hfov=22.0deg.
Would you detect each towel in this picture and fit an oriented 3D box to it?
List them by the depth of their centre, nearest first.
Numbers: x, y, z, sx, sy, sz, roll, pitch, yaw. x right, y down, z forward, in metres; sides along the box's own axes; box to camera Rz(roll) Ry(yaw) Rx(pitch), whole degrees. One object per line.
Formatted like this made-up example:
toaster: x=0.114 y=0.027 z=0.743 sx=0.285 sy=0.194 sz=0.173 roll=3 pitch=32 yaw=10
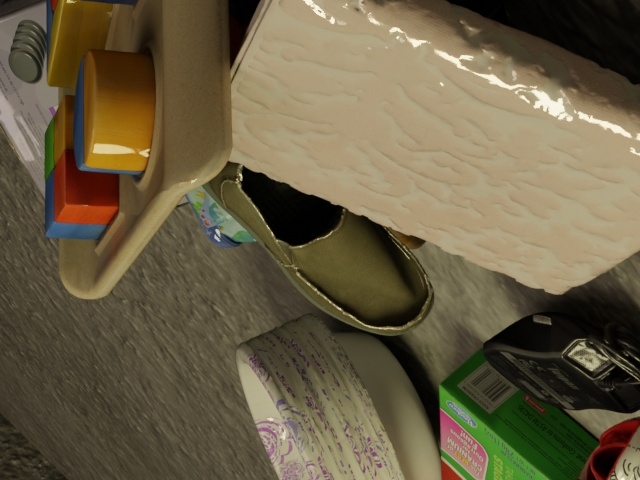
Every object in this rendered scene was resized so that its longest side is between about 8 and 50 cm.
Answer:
towel: x=0.094 y=-0.075 z=1.178 sx=0.332 sy=0.053 sz=0.317 roll=22 pitch=160 yaw=-7

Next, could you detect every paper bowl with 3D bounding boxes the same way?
paper bowl: x=0.029 y=0.213 z=1.765 sx=0.284 sy=0.148 sz=0.284 roll=60 pitch=166 yaw=25

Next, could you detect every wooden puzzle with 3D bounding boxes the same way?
wooden puzzle: x=-0.167 y=-0.148 z=1.299 sx=0.348 sy=0.080 sz=0.322 roll=144 pitch=127 yaw=-61

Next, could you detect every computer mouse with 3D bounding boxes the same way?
computer mouse: x=0.253 y=0.117 z=1.350 sx=0.184 sy=0.060 sz=0.262 roll=37 pitch=165 yaw=-12

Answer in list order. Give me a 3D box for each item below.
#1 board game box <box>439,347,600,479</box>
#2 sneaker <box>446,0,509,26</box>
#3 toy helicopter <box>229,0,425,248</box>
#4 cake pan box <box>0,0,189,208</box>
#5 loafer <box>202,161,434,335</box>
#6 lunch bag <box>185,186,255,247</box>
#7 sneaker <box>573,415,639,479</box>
board game box: x=0.224 y=0.280 z=1.633 sx=0.242 sy=0.064 sz=0.316 roll=40 pitch=155 yaw=30
sneaker: x=0.084 y=-0.211 z=1.117 sx=0.124 sy=0.107 sz=0.283 roll=13 pitch=136 yaw=50
toy helicopter: x=0.036 y=-0.109 z=1.388 sx=0.235 sy=0.140 sz=0.355 roll=22 pitch=155 yaw=38
cake pan box: x=-0.194 y=-0.142 z=1.632 sx=0.267 sy=0.245 sz=0.070 roll=63 pitch=-158 yaw=-26
loafer: x=0.000 y=0.000 z=1.399 sx=0.251 sy=0.094 sz=0.087 roll=37 pitch=178 yaw=-18
lunch bag: x=-0.082 y=-0.116 z=1.500 sx=0.090 sy=0.176 sz=0.219 roll=-15 pitch=122 yaw=27
sneaker: x=0.275 y=0.216 z=1.325 sx=0.145 sy=0.090 sz=0.270 roll=31 pitch=164 yaw=10
